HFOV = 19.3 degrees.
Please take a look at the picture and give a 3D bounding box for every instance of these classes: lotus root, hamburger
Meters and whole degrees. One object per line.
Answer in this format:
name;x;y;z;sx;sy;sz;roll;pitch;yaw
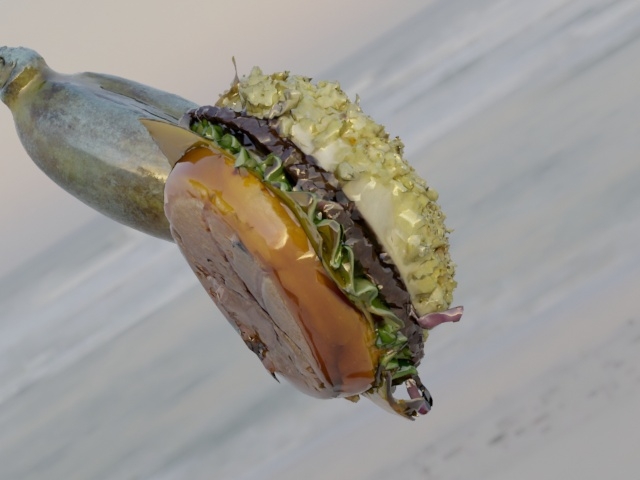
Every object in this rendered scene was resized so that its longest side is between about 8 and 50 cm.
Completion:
lotus root;-0.215;-0.094;1.970;0.158;0.322;0.140;-53;-15;-62
hamburger;0.000;0.000;1.262;0.139;0.261;0.243;-37;48;-18
